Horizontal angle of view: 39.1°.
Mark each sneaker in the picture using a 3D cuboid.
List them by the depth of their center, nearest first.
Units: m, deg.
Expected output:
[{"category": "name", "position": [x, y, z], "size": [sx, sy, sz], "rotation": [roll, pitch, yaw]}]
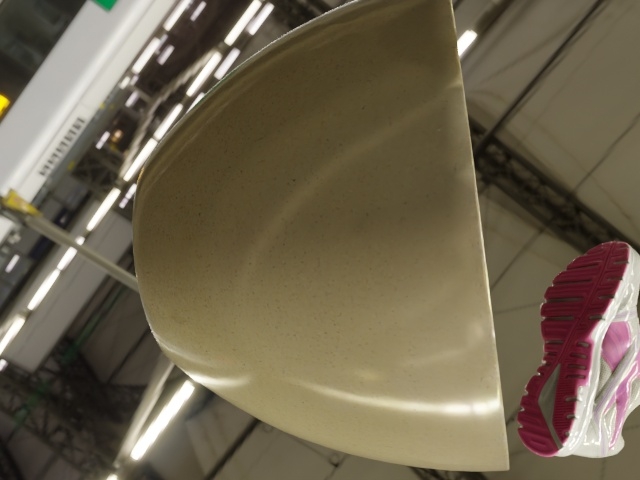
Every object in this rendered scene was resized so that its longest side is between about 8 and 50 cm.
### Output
[{"category": "sneaker", "position": [0.306, 0.125, 0.996], "size": [0.103, 0.111, 0.252], "rotation": [5, -107, 62]}]

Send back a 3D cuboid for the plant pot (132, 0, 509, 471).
[{"category": "plant pot", "position": [0.000, 0.000, 0.541], "size": [0.191, 0.284, 0.284], "rotation": [-7, -142, 9]}]
